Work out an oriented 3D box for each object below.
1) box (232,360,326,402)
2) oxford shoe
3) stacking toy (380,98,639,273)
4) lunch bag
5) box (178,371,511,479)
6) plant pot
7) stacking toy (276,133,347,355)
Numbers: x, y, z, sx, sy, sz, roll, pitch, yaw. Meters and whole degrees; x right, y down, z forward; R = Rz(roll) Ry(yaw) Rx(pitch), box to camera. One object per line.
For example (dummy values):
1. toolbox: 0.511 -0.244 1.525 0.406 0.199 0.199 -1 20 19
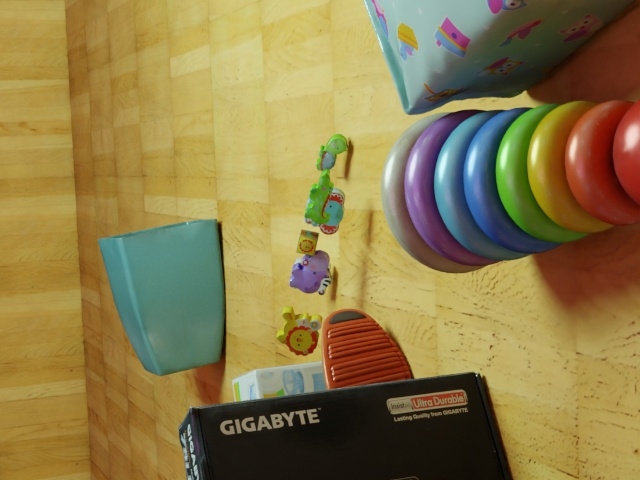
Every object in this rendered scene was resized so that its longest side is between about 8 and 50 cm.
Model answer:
1. box: -0.032 0.261 1.466 0.103 0.114 0.203 146 116 -65
2. oxford shoe: 0.054 0.204 1.273 0.098 0.096 0.271 109 149 -55
3. stacking toy: 0.180 -0.048 0.877 0.330 0.141 0.141 -7 88 64
4. lunch bag: 0.124 -0.265 0.934 0.223 0.160 0.262 136 121 -63
5. box: 0.042 0.278 1.045 0.073 0.295 0.293 128 135 -58
6. plant pot: -0.248 0.095 1.923 0.165 0.165 0.234 179 79 -68
7. stacking toy: 0.000 0.000 1.354 0.167 0.052 0.221 -79 2 -67
